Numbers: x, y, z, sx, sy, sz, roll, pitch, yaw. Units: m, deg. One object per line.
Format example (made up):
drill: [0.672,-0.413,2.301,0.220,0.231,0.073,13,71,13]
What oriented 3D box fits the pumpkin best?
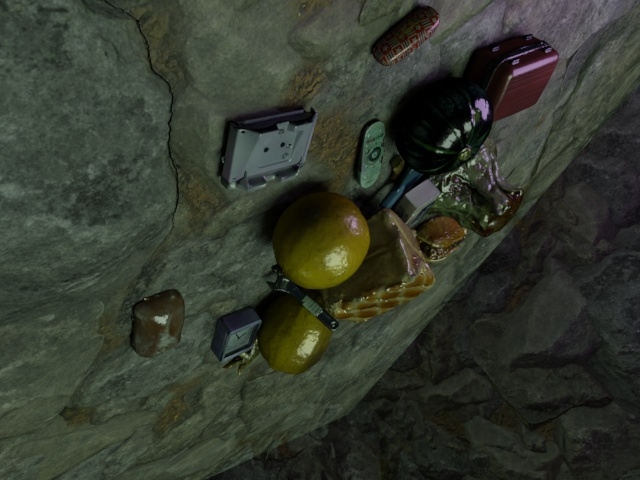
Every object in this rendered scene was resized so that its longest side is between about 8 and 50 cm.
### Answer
pumpkin: [0.386,-0.337,1.663,0.315,0.238,0.315,-28,150,-18]

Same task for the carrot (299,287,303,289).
carrot: [-0.052,0.204,2.112,0.035,0.035,0.142,-49,157,12]

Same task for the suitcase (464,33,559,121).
suitcase: [0.612,-0.529,1.773,0.297,0.161,0.236,-26,149,-29]

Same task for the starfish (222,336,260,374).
starfish: [-0.295,0.446,2.137,0.208,0.053,0.176,-47,144,-4]

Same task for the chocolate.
chocolate: [-0.466,0.261,1.589,0.161,0.083,0.261,-24,148,-34]

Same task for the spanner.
spanner: [-0.057,0.208,1.856,0.087,0.316,0.024,-52,-165,-22]

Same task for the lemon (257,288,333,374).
lemon: [-0.093,0.326,1.983,0.285,0.285,0.316,6,83,-56]

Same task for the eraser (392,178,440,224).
eraser: [0.339,-0.117,2.035,0.124,0.081,0.279,-33,167,-20]

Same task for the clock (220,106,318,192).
clock: [-0.124,-0.224,1.329,0.253,0.083,0.186,-21,146,-35]

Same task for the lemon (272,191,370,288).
lemon: [0.001,0.000,1.613,0.297,0.297,0.297,-32,151,-20]

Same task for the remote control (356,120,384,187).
remote control: [0.155,-0.266,1.683,0.097,0.045,0.256,-29,147,-27]

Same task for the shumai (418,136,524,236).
shumai: [0.596,-0.180,2.091,0.397,0.323,0.324,-39,155,-2]

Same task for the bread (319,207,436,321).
bread: [0.188,0.105,1.931,0.371,0.279,0.390,-26,159,15]

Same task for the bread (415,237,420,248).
bread: [0.292,0.077,2.209,0.269,0.195,0.143,-50,159,6]

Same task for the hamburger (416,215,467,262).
hamburger: [0.530,-0.007,2.437,0.282,0.245,0.155,13,142,-5]

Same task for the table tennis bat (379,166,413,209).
table tennis bat: [0.327,-0.234,1.910,0.329,0.044,0.215,-47,168,-4]

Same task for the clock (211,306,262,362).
clock: [-0.301,0.335,1.927,0.145,0.073,0.193,-21,146,-37]

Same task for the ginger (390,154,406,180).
ginger: [0.266,-0.251,1.857,0.137,0.044,0.057,74,36,-67]

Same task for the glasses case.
glasses case: [0.219,-0.517,1.364,0.194,0.073,0.049,-41,159,-3]
